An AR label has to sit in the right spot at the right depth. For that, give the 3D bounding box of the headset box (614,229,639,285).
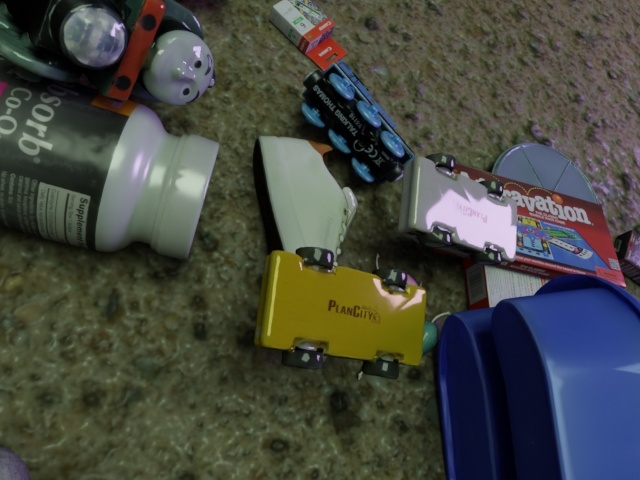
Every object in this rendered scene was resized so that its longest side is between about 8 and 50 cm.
[{"bbox_3d":[0.506,0.029,0.826,0.083,0.032,0.062,34,62,-4],"label":"headset box"}]

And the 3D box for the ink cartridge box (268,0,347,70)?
[{"bbox_3d":[-0.014,-0.315,0.772,0.115,0.029,0.063,44,62,1],"label":"ink cartridge box"}]

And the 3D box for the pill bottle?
[{"bbox_3d":[-0.255,-0.078,0.520,0.279,0.162,0.162,15,66,-14],"label":"pill bottle"}]

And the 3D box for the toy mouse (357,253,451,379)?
[{"bbox_3d":[0.113,0.093,0.660,0.143,0.031,0.161,4,69,-18],"label":"toy mouse"}]

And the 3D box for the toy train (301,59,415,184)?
[{"bbox_3d":[0.051,-0.159,0.698,0.184,0.080,0.105,46,29,-7],"label":"toy train"}]

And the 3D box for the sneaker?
[{"bbox_3d":[0.000,0.000,0.612,0.123,0.106,0.290,-4,70,-18],"label":"sneaker"}]

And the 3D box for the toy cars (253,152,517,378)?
[{"bbox_3d":[0.079,0.020,0.548,0.394,0.087,0.176,-35,106,-36],"label":"toy cars"}]

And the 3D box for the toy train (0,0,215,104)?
[{"bbox_3d":[-0.236,-0.240,0.522,0.190,0.142,0.334,9,26,-48],"label":"toy train"}]

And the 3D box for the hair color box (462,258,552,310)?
[{"bbox_3d":[0.288,0.068,0.721,0.167,0.053,0.093,8,65,-15],"label":"hair color box"}]

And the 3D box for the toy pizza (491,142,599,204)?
[{"bbox_3d":[0.346,-0.058,0.803,0.201,0.032,0.201,6,69,-17],"label":"toy pizza"}]

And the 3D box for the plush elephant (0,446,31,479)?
[{"bbox_3d":[-0.257,0.279,0.346,0.272,0.330,0.255,-48,113,-15],"label":"plush elephant"}]

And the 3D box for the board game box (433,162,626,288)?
[{"bbox_3d":[0.285,-0.021,0.719,0.281,0.027,0.145,13,54,-13],"label":"board game box"}]

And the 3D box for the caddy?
[{"bbox_3d":[0.258,0.205,0.549,0.179,0.241,0.341,1,75,-14],"label":"caddy"}]
